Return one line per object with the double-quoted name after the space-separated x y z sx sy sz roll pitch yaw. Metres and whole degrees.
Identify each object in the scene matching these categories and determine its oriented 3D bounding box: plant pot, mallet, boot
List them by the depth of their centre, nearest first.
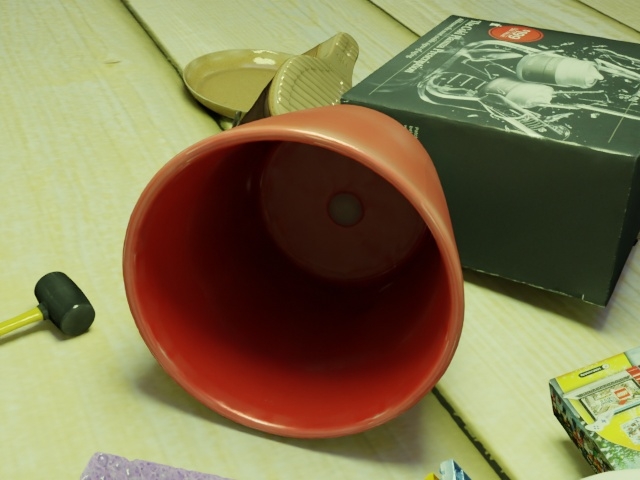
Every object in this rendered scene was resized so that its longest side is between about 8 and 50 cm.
-0.289 0.088 0.762 0.062 0.039 0.189 33 45 30 "mallet"
0.000 0.000 0.774 0.275 0.275 0.243 14 23 9 "plant pot"
-0.053 -0.137 1.023 0.090 0.207 0.248 44 33 -10 "boot"
-0.085 -0.226 1.280 0.236 0.032 0.236 6 33 -4 "plant pot"

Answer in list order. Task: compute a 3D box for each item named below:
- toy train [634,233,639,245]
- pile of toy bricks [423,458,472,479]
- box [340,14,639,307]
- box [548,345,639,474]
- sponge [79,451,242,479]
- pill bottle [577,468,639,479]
0.383 -0.042 1.095 0.027 0.036 0.158 10 33 3 "toy train"
0.063 0.247 0.550 0.105 0.118 0.212 -25 39 21 "pile of toy bricks"
0.233 -0.118 1.014 0.312 0.179 0.343 16 35 23 "box"
0.323 0.134 0.682 0.233 0.044 0.159 -20 32 -3 "box"
-0.081 0.218 0.606 0.210 0.031 0.117 10 33 4 "sponge"
0.198 0.278 0.456 0.160 0.160 0.283 8 34 0 "pill bottle"
